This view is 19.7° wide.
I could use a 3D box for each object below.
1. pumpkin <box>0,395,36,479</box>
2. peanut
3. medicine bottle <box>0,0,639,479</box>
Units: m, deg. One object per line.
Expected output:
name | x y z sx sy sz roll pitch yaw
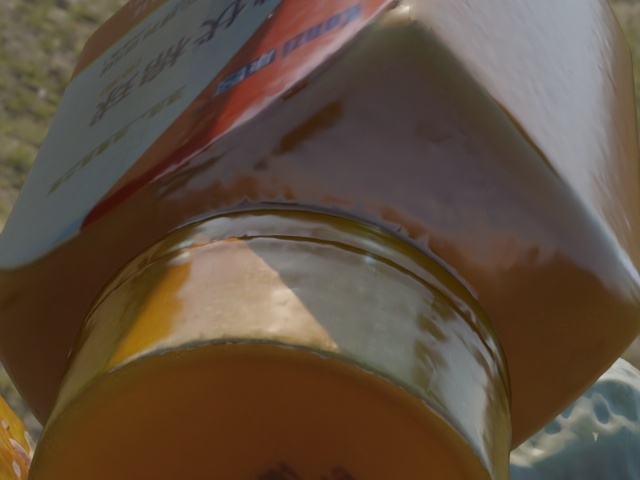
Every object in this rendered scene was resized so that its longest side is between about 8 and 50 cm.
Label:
pumpkin | -0.153 0.138 0.916 0.258 0.095 0.290 96 -28 -77
peanut | 0.102 0.150 1.124 0.313 0.149 0.149 -5 36 -42
medicine bottle | -0.001 -0.001 0.470 0.112 0.149 0.222 48 26 -23
